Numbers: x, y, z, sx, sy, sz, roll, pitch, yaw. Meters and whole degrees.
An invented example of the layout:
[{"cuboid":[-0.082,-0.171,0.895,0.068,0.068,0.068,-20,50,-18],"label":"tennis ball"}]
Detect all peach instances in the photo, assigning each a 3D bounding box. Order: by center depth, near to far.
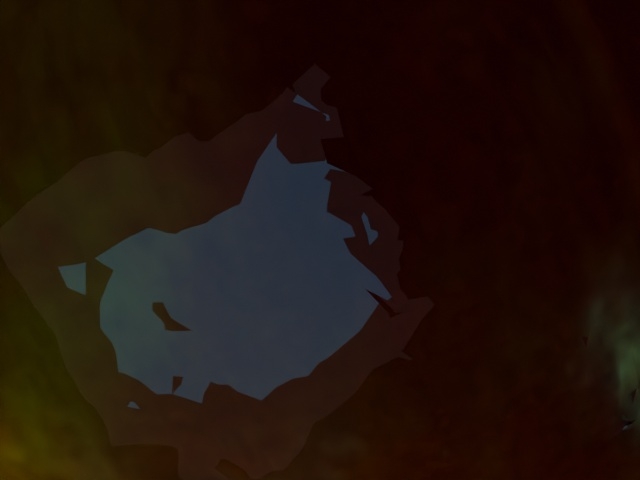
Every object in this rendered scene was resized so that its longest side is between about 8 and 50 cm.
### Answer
[{"cuboid":[0.000,0.000,0.499,0.370,0.370,0.370,7,120,13],"label":"peach"}]
